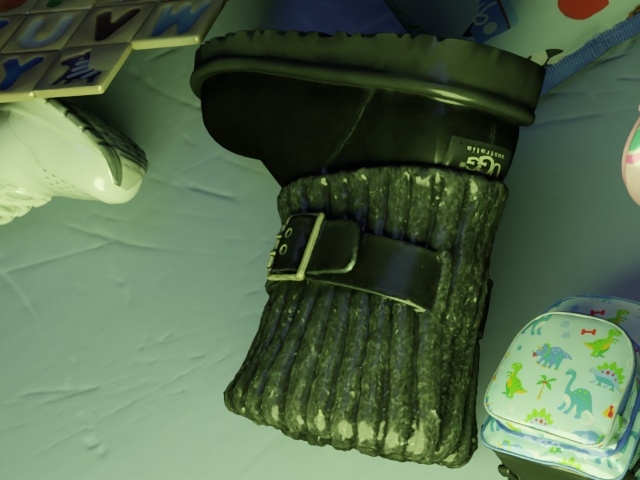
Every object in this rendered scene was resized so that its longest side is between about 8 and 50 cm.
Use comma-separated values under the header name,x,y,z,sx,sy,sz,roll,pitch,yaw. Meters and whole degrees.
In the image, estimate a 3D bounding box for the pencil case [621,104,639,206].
name,x,y,z,sx,sy,sz,roll,pitch,yaw
pencil case,0.315,-0.030,0.997,0.284,0.124,0.124,25,73,39

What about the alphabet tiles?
name,x,y,z,sx,sy,sz,roll,pitch,yaw
alphabet tiles,-0.182,-0.210,1.386,0.285,0.011,0.342,-2,38,24

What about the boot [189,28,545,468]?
name,x,y,z,sx,sy,sz,roll,pitch,yaw
boot,-0.003,-0.001,1.147,0.348,0.131,0.260,10,88,61

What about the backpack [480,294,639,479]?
name,x,y,z,sx,sy,sz,roll,pitch,yaw
backpack,0.157,0.087,1.025,0.105,0.084,0.114,13,63,32

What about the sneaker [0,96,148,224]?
name,x,y,z,sx,sy,sz,roll,pitch,yaw
sneaker,-0.249,-0.058,1.354,0.297,0.111,0.129,15,79,42

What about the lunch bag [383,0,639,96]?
name,x,y,z,sx,sy,sz,roll,pitch,yaw
lunch bag,0.058,-0.325,1.209,0.239,0.328,0.385,-30,50,5
